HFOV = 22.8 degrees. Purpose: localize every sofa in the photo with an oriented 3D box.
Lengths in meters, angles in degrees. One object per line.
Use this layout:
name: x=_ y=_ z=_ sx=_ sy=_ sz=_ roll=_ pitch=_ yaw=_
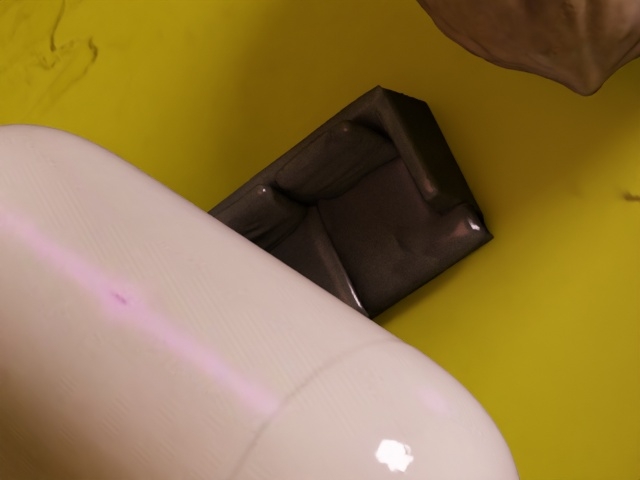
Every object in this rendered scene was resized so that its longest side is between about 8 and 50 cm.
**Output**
sofa: x=0.000 y=0.000 z=0.762 sx=0.147 sy=0.060 sz=0.085 roll=-34 pitch=69 yaw=27

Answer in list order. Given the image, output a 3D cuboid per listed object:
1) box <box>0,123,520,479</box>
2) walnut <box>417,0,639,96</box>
box: x=-0.074 y=0.124 z=0.720 sx=0.349 sy=0.141 sz=0.289 roll=33 pitch=126 yaw=31
walnut: x=0.097 y=-0.174 z=0.653 sx=0.178 sy=0.178 sz=0.230 roll=-4 pitch=93 yaw=33
